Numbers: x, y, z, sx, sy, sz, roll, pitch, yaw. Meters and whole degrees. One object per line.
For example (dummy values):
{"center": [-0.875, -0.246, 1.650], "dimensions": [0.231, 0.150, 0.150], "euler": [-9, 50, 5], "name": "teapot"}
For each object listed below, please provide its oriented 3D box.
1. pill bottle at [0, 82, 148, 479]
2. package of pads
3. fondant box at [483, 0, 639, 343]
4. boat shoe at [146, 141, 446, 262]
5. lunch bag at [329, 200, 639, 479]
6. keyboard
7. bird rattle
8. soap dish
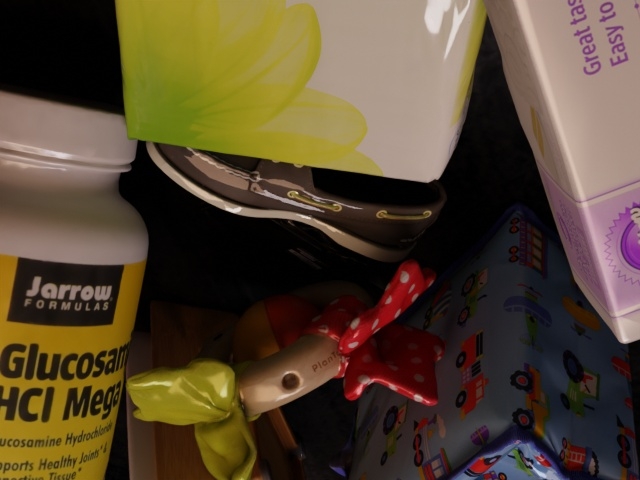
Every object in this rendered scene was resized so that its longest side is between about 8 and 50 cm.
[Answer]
{"center": [-0.231, 0.057, 0.784], "dimensions": [0.188, 0.188, 0.333], "euler": [11, 98, -1], "name": "pill bottle"}
{"center": [-0.006, -0.174, 0.649], "dimensions": [0.229, 0.101, 0.296], "euler": [9, 140, 3], "name": "package of pads"}
{"center": [0.260, -0.119, 0.533], "dimensions": [0.330, 0.096, 0.238], "euler": [-21, 113, 5], "name": "fondant box"}
{"center": [-0.014, -0.055, 0.805], "dimensions": [0.228, 0.081, 0.068], "euler": [19, 136, -21], "name": "boat shoe"}
{"center": [0.103, 0.146, 0.894], "dimensions": [0.138, 0.221, 0.293], "euler": [33, 134, -24], "name": "lunch bag"}
{"center": [0.000, 0.000, 0.906], "dimensions": [0.192, 0.038, 0.100], "euler": [32, 158, -25], "name": "keyboard"}
{"center": [-0.026, 0.081, 0.849], "dimensions": [0.253, 0.207, 0.143], "euler": [-36, 107, 3], "name": "bird rattle"}
{"center": [-0.086, 0.224, 1.032], "dimensions": [0.118, 0.229, 0.291], "euler": [-16, 135, 4], "name": "soap dish"}
